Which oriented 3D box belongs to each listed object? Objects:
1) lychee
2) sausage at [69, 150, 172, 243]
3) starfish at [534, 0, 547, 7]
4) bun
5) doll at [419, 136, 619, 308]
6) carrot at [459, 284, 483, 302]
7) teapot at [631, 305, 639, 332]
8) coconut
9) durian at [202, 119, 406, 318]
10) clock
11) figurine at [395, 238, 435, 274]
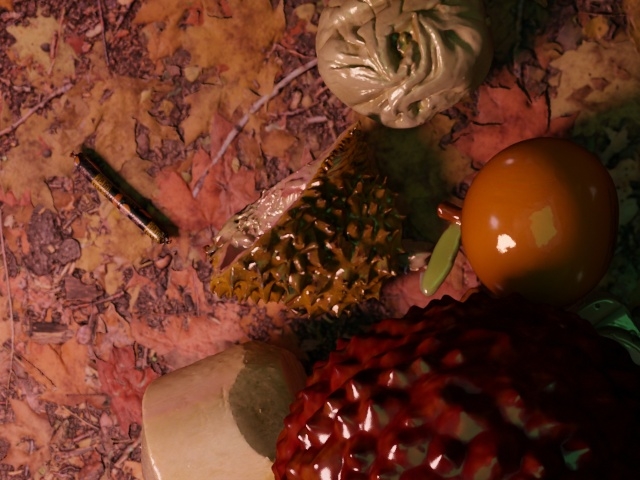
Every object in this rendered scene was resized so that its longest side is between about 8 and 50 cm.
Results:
[{"bbox_3d":[0.196,0.261,0.987,0.500,0.424,0.424,3,97,-4],"label":"lychee"},{"bbox_3d":[-0.288,-0.061,1.292,0.198,0.025,0.028,42,147,4],"label":"sausage"},{"bbox_3d":[0.180,-0.436,1.116,0.302,0.060,0.299,5,126,22],"label":"starfish"},{"bbox_3d":[0.103,-0.249,1.126,0.229,0.145,0.229,2,107,8],"label":"bun"},{"bbox_3d":[0.239,-0.023,1.103,0.236,0.213,0.213,4,97,26],"label":"doll"},{"bbox_3d":[0.168,0.154,1.207,0.061,0.061,0.209,26,97,8],"label":"carrot"},{"bbox_3d":[0.469,0.092,1.107,0.166,0.130,0.119,27,120,-24],"label":"teapot"},{"bbox_3d":[-0.124,0.264,1.191,0.244,0.239,0.239,-22,91,8],"label":"coconut"},{"bbox_3d":[-0.002,0.014,1.184,0.305,0.185,0.195,-39,104,17],"label":"durian"},{"bbox_3d":[0.365,0.174,1.159,0.151,0.062,0.191,-38,88,14],"label":"clock"},{"bbox_3d":[0.113,0.027,1.209,0.083,0.047,0.050,8,108,16],"label":"figurine"}]
